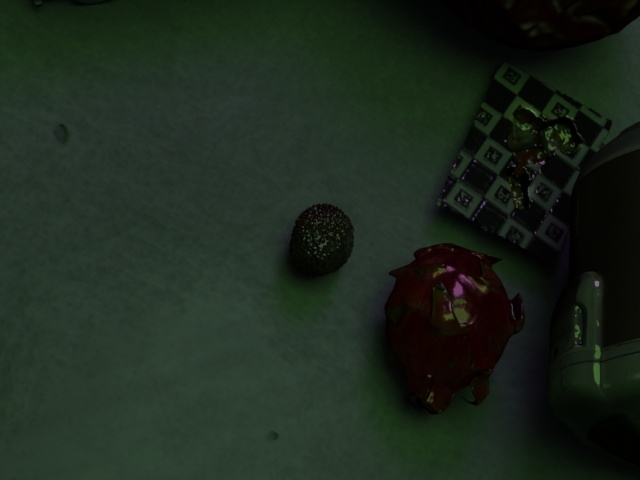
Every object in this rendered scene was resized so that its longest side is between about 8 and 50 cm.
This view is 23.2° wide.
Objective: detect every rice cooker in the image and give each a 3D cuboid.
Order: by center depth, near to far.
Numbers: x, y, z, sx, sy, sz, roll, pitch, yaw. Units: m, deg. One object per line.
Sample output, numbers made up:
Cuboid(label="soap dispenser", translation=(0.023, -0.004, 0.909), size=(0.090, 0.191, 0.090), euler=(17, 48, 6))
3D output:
Cuboid(label="rice cooker", translation=(0.382, 0.071, 1.450), size=(0.335, 0.335, 0.325), euler=(11, 68, -12))

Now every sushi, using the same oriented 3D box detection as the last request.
Cuboid(label="sushi", translation=(0.207, -0.075, 1.614), size=(0.139, 0.031, 0.201), euler=(29, 62, -3))

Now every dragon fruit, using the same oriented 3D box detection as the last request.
Cuboid(label="dragon fruit", translation=(0.121, 0.080, 1.476), size=(0.136, 0.133, 0.166), euler=(16, 77, 0))

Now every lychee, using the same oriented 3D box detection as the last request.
Cuboid(label="lychee", translation=(0.000, 0.000, 1.505), size=(0.068, 0.083, 0.067), euler=(-22, 111, 11))

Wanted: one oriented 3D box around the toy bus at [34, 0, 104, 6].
Cuboid(label="toy bus", translation=(-0.143, -0.349, 1.528), size=(0.312, 0.190, 0.152), euler=(-11, 73, -20))

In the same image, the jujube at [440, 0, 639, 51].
Cuboid(label="jujube", translation=(0.194, -0.367, 1.547), size=(0.377, 0.276, 0.276), euler=(49, 57, -39))
